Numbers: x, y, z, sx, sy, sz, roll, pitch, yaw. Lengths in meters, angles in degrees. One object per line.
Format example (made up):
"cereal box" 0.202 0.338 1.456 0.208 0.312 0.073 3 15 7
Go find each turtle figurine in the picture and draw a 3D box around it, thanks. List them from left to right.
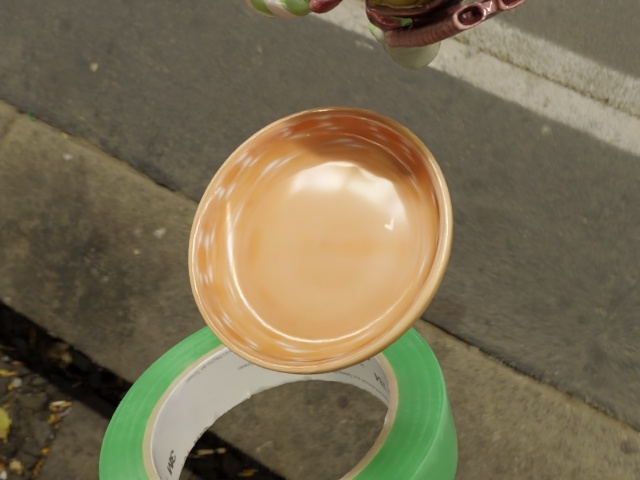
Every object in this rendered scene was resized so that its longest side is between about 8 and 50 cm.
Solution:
"turtle figurine" 0.035 -0.232 0.596 0.275 0.266 0.197 21 93 20

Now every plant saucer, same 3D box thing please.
"plant saucer" 0.000 0.000 0.639 0.200 0.037 0.200 -8 67 20

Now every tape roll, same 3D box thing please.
"tape roll" -0.038 0.183 0.819 0.321 0.321 0.077 -5 126 17
